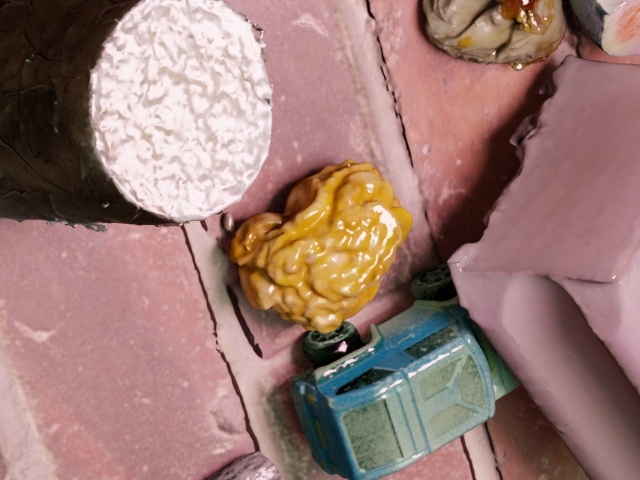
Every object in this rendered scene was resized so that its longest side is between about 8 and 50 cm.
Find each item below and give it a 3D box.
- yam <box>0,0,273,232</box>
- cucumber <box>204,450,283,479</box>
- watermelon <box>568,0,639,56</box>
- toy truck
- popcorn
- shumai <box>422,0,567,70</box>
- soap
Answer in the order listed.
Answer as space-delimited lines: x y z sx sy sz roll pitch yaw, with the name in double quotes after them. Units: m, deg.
-0.212 -0.123 1.660 0.241 0.348 0.241 -4 97 -38 "yam"
-0.098 0.280 1.978 0.112 0.064 0.064 -32 117 -20 "cucumber"
0.354 -0.335 2.040 0.322 0.188 0.175 -22 154 -39 "watermelon"
0.105 0.148 2.006 0.279 0.156 0.155 -27 116 -20 "toy truck"
0.008 0.016 1.925 0.194 0.140 0.163 -30 111 -18 "popcorn"
0.219 -0.264 1.969 0.184 0.142 0.184 -7 106 -25 "shumai"
0.371 0.058 2.035 0.435 0.213 0.350 55 49 -36 "soap"
